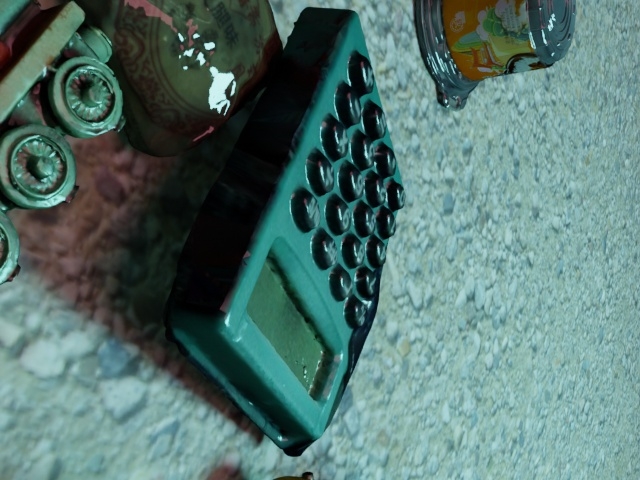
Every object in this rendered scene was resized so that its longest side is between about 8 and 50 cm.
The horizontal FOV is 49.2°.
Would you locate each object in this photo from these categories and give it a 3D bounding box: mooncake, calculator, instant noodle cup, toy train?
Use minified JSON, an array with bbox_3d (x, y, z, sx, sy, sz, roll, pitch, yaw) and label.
[{"bbox_3d":[-0.080,-0.125,0.431,0.130,0.073,0.125,-52,134,-35],"label":"mooncake"},{"bbox_3d":[0.000,0.000,0.520,0.248,0.058,0.274,66,41,-55],"label":"calculator"},{"bbox_3d":[0.200,-0.250,0.756,0.178,0.126,0.208,-28,116,-50],"label":"instant noodle cup"},{"bbox_3d":[-0.170,-0.053,0.316,0.118,0.074,0.176,49,57,-40],"label":"toy train"}]

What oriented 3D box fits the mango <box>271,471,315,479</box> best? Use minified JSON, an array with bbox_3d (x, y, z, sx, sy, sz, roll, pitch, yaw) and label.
[{"bbox_3d":[-0.029,0.268,0.525,0.075,0.098,0.190,163,-62,-85],"label":"mango"}]
